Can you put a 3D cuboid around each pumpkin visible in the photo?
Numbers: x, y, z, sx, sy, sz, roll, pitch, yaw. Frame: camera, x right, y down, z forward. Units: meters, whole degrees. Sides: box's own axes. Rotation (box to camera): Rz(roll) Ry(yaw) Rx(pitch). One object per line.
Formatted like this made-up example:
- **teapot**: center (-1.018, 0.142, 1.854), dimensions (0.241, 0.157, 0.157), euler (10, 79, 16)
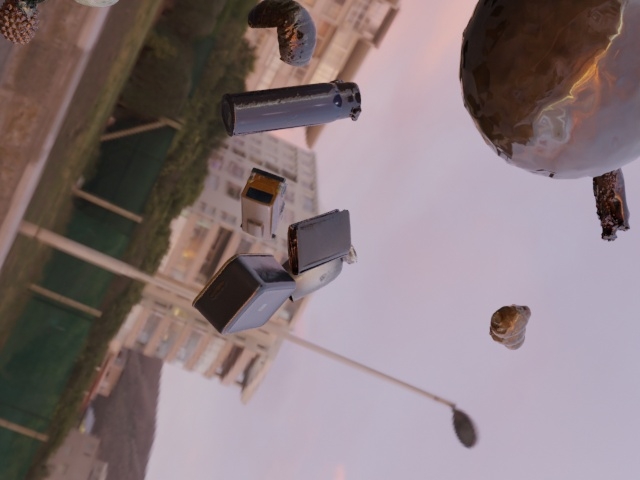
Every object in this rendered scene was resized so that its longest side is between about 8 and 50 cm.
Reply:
- **pumpkin**: center (-0.079, -0.507, 1.882), dimensions (0.119, 0.183, 0.107), euler (-41, 172, -43)

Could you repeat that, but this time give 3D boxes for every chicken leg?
- **chicken leg**: center (0.656, -0.100, 1.815), dimensions (0.105, 0.063, 0.234), euler (-136, -149, -69)

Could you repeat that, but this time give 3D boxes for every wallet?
- **wallet**: center (0.000, 0.000, 1.707), dimensions (0.031, 0.198, 0.110), euler (7, -74, 34)

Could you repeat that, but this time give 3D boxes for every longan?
- **longan**: center (0.410, -0.296, 1.324), dimensions (0.391, 0.391, 0.391), euler (-57, -163, 28)

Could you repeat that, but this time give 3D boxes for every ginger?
- **ginger**: center (0.459, 0.213, 1.946), dimensions (0.080, 0.104, 0.204), euler (63, -1, 26)

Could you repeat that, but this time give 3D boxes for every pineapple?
- **pineapple**: center (-0.614, -0.482, 1.642), dimensions (0.221, 0.083, 0.103), euler (-41, -111, 54)

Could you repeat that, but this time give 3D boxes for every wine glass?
- **wine glass**: center (-0.012, 0.063, 1.993), dimensions (0.204, 0.111, 0.111), euler (-31, -174, -17)

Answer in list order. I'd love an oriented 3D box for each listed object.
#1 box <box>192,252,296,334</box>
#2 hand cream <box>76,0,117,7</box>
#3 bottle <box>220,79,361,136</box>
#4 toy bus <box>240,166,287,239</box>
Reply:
- **box**: center (-0.142, 0.106, 1.572), dimensions (0.144, 0.090, 0.201), euler (-48, 165, 12)
- **hand cream**: center (-0.362, -0.540, 1.315), dimensions (0.147, 0.093, 0.306), euler (-46, 155, -56)
- **bottle**: center (-0.046, -0.230, 1.375), dimensions (0.072, 0.244, 0.082), euler (114, -40, -55)
- **toy bus**: center (-0.137, -0.079, 1.903), dimensions (0.182, 0.091, 0.103), euler (99, 11, -62)
